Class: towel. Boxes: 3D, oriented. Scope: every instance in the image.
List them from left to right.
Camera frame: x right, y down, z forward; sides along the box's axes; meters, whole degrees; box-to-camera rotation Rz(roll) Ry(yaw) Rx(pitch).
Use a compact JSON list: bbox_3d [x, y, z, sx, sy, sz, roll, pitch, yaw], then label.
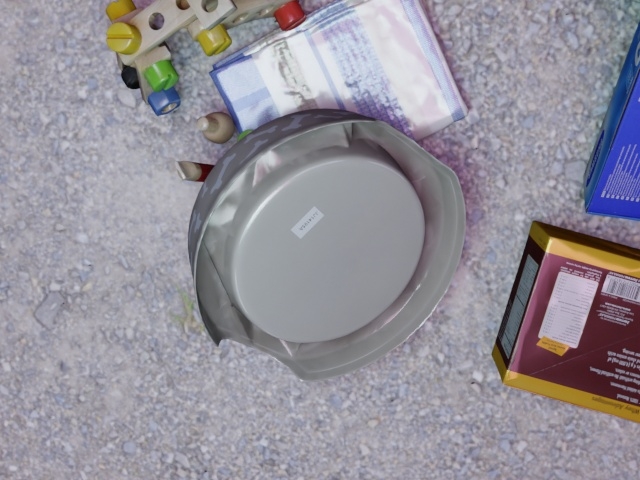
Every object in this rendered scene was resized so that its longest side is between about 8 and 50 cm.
[{"bbox_3d":[0.025,-0.193,1.267,0.285,0.034,0.209,-25,100,9],"label":"towel"}]

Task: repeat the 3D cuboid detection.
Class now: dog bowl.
[{"bbox_3d":[0.000,0.000,1.195,0.349,0.102,0.348,-12,122,-21],"label":"dog bowl"}]

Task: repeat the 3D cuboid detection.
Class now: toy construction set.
[{"bbox_3d":[-0.155,-0.222,1.140,0.258,0.237,0.308,-6,92,10],"label":"toy construction set"}]

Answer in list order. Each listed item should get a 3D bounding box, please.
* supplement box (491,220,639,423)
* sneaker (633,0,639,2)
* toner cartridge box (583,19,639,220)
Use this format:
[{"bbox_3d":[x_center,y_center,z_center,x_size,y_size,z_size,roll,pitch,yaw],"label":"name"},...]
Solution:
[{"bbox_3d":[0.340,0.100,1.251,0.191,0.129,0.194,16,101,0],"label":"supplement box"},{"bbox_3d":[0.435,-0.322,1.143,0.296,0.178,0.123,11,101,1],"label":"sneaker"},{"bbox_3d":[0.425,-0.164,1.130,0.165,0.075,0.347,9,137,2],"label":"toner cartridge box"}]
